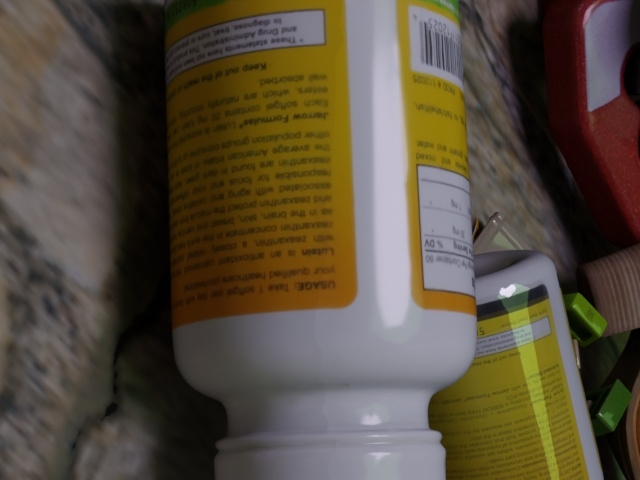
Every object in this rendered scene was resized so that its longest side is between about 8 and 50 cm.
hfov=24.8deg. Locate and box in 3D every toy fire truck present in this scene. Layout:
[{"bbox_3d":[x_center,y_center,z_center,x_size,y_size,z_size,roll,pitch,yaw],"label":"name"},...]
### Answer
[{"bbox_3d":[0.292,-0.091,1.008,0.302,0.169,0.254,-12,102,-27],"label":"toy fire truck"}]

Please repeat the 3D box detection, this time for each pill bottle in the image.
[{"bbox_3d":[0.096,0.104,0.791,0.103,0.103,0.184,-21,100,-54],"label":"pill bottle"},{"bbox_3d":[0.000,0.000,0.655,0.136,0.136,0.246,10,75,-53],"label":"pill bottle"}]

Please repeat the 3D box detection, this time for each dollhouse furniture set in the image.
[{"bbox_3d":[0.124,0.059,0.909,0.152,0.058,0.076,46,53,-12],"label":"dollhouse furniture set"}]

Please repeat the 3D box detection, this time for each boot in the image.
[{"bbox_3d":[0.261,0.085,0.963,0.073,0.152,0.197,-109,-174,-69],"label":"boot"}]
